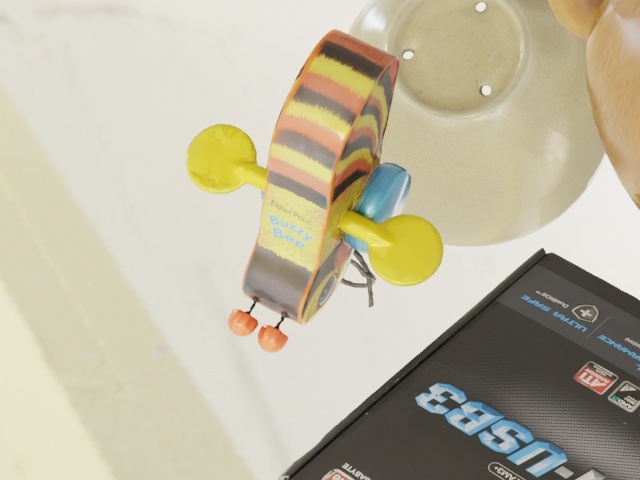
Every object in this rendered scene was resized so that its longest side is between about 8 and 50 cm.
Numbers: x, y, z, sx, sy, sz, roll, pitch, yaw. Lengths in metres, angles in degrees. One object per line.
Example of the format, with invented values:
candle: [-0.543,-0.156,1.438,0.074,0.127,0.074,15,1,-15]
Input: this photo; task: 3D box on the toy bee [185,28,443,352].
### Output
toy bee: [0.000,0.000,1.188,0.195,0.298,0.162,12,-128,32]

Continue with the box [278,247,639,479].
box: [0.175,0.164,1.040,0.295,0.073,0.293,32,-130,29]

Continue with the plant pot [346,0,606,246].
plant pot: [0.136,-0.150,1.524,0.284,0.284,0.191,39,178,14]

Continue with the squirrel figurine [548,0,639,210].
squirrel figurine: [0.258,-0.156,0.595,0.281,0.370,0.397,-106,-11,-50]
